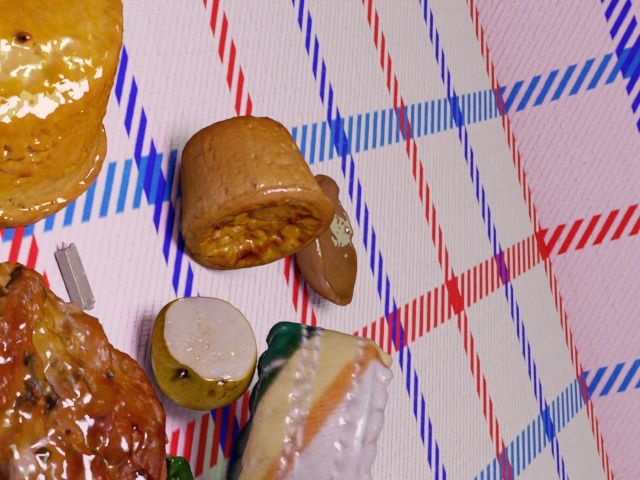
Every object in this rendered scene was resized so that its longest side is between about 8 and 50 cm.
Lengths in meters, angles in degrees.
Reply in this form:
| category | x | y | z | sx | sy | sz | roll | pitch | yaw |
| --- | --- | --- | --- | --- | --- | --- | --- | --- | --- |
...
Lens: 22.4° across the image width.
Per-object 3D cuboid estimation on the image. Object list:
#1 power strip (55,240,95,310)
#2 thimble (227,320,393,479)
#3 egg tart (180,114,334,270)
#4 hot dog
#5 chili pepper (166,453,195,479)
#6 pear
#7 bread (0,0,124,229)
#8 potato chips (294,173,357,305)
| category | x | y | z | sx | sy | sz | roll | pitch | yaw |
| --- | --- | --- | --- | --- | --- | --- | --- | --- | --- |
| power strip | -0.275 | 0.040 | 1.811 | 0.027 | 0.017 | 0.083 | -36 | 108 | -67 |
| thimble | -0.018 | 0.245 | 1.973 | 0.254 | 0.167 | 0.288 | 107 | -3 | -61 |
| egg tart | -0.090 | -0.068 | 2.092 | 0.202 | 0.203 | 0.147 | 35 | 36 | -56 |
| hot dog | -0.278 | 0.189 | 1.500 | 0.267 | 0.174 | 0.387 | 40 | 36 | -28 |
| chili pepper | -0.138 | 0.385 | 1.846 | 0.122 | 0.065 | 0.279 | 23 | 52 | -51 |
| pear | -0.147 | 0.141 | 1.929 | 0.141 | 0.104 | 0.141 | 18 | 46 | -20 |
| bread | -0.349 | -0.175 | 1.406 | 0.358 | 0.204 | 0.337 | -3 | 51 | -32 |
| potato chips | 0.000 | 0.001 | 2.404 | 0.195 | 0.062 | 0.208 | 32 | 45 | -65 |
